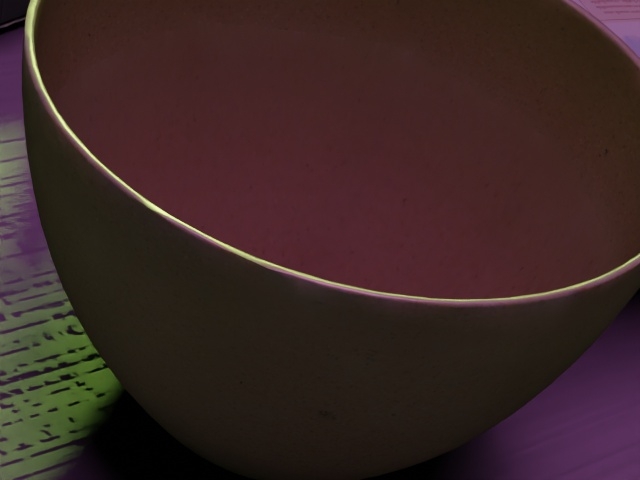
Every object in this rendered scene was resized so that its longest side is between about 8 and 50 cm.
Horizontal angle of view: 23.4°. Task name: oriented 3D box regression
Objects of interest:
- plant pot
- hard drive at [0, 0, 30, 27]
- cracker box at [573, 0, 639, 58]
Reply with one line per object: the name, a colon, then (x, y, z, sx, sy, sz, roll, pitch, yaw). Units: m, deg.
plant pot: (0.000, 0.000, 0.704, 0.284, 0.191, 0.284, 9, 39, -8)
hard drive: (-0.303, -0.243, 0.992, 0.339, 0.064, 0.237, 35, 42, 23)
cracker box: (0.165, -0.130, 0.851, 0.155, 0.067, 0.232, -3, 44, -27)
